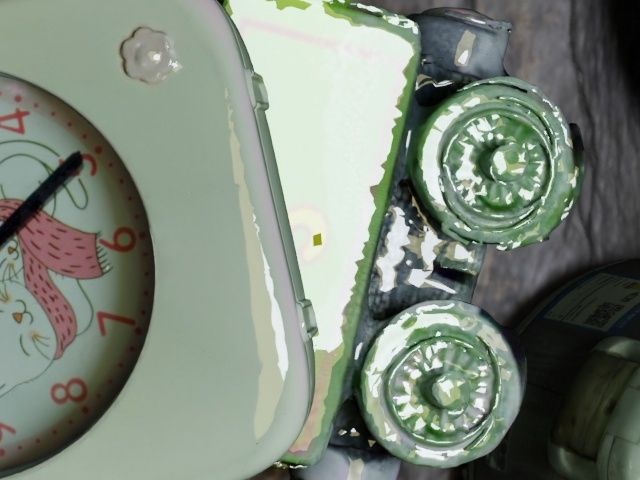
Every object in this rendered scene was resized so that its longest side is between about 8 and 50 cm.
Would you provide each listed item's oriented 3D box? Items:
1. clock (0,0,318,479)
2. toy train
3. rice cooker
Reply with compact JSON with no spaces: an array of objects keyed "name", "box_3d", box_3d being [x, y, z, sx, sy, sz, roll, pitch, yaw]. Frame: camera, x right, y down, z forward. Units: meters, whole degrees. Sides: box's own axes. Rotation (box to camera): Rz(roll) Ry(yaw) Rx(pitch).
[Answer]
[{"name":"clock","box_3d":[-0.175,0.013,1.024,0.324,0.108,0.265,-11,91,5]},{"name":"toy train","box_3d":[0.000,0.000,1.165,0.249,0.173,0.307,13,92,-20]},{"name":"rice cooker","box_3d":[0.256,0.151,1.245,0.288,0.277,0.288,-3,97,-24]}]
